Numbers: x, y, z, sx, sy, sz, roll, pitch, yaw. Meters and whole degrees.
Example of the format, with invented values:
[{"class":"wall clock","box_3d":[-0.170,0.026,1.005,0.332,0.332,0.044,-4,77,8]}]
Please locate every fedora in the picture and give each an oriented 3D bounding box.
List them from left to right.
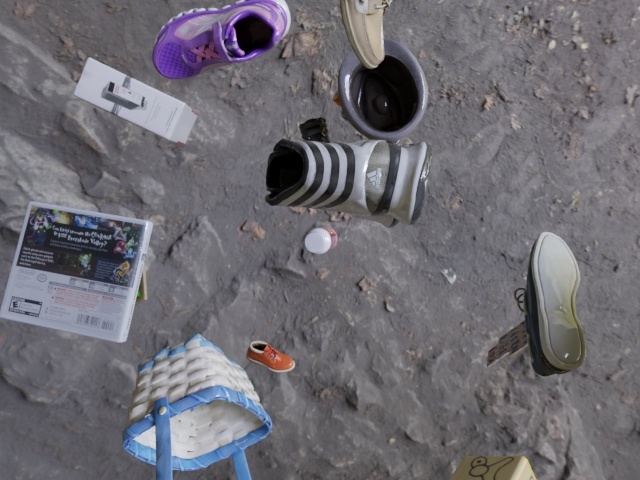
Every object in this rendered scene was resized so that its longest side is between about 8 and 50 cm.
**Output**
[{"class":"fedora","box_3d":[0.174,-0.416,1.271,0.244,0.124,0.275,-28,96,3]}]

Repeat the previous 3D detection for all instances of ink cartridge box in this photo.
[{"class":"ink cartridge box","box_3d":[-0.255,-0.191,0.627,0.136,0.099,0.056,25,95,-7]}]

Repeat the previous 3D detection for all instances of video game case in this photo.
[{"class":"video game case","box_3d":[-0.348,0.042,0.632,0.191,0.022,0.173,9,84,8]}]

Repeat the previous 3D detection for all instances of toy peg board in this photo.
[{"class":"toy peg board","box_3d":[-0.754,0.172,1.684,0.161,0.161,0.079,-23,152,15]}]

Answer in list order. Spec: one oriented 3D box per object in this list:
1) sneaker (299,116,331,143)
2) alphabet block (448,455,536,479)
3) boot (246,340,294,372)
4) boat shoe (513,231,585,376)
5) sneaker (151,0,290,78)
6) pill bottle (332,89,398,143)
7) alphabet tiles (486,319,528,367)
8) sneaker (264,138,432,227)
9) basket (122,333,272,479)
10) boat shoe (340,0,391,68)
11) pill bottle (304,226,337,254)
[{"class":"sneaker","box_3d":[-0.014,-0.284,1.344,0.105,0.295,0.146,-16,120,7]},{"class":"alphabet block","box_3d":[0.447,0.692,1.130,0.193,0.197,0.193,-24,86,42]},{"class":"boot","box_3d":[-0.153,0.360,1.376,0.158,0.059,0.084,17,136,0]},{"class":"boat shoe","box_3d":[0.390,0.104,0.756,0.096,0.254,0.079,12,149,-7]},{"class":"sneaker","box_3d":[-0.159,-0.314,0.697,0.237,0.104,0.095,-18,133,6]},{"class":"pill bottle","box_3d":[0.157,-0.412,1.434,0.246,0.130,0.130,35,114,-19]},{"class":"alphabet tiles","box_3d":[0.569,0.270,1.255,0.009,0.198,0.237,48,112,9]},{"class":"sneaker","box_3d":[0.039,-0.125,0.825,0.258,0.447,0.168,11,94,3]},{"class":"basket","box_3d":[-0.190,0.328,0.732,0.201,0.288,0.254,-30,135,-2]},{"class":"boat shoe","box_3d":[0.104,-0.535,0.960,0.098,0.109,0.301,-2,111,32]},{"class":"pill bottle","box_3d":[0.000,0.000,1.438,0.086,0.152,0.085,1,95,13]}]
